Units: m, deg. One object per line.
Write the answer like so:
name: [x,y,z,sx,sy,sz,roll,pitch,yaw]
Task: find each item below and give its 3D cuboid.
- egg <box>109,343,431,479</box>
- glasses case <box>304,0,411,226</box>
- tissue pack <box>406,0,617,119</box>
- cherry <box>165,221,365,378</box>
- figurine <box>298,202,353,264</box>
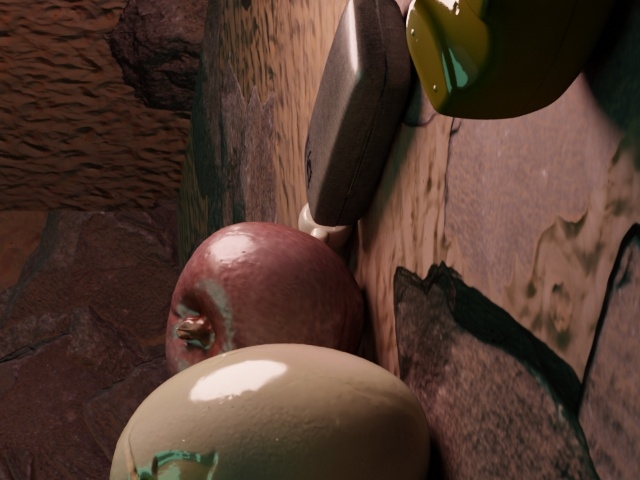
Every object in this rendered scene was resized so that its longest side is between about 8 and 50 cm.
egg: [-0.047,0.248,1.409,0.283,0.345,0.283,-19,-90,-73]
glasses case: [0.039,-0.145,1.589,0.323,0.074,0.131,108,160,-57]
tissue pack: [0.145,-0.174,0.965,0.178,0.127,0.123,107,153,-57]
cherry: [-0.064,0.105,1.643,0.221,0.307,0.261,23,108,32]
figurine: [0.010,0.003,1.786,0.098,0.081,0.146,-47,-18,-29]
